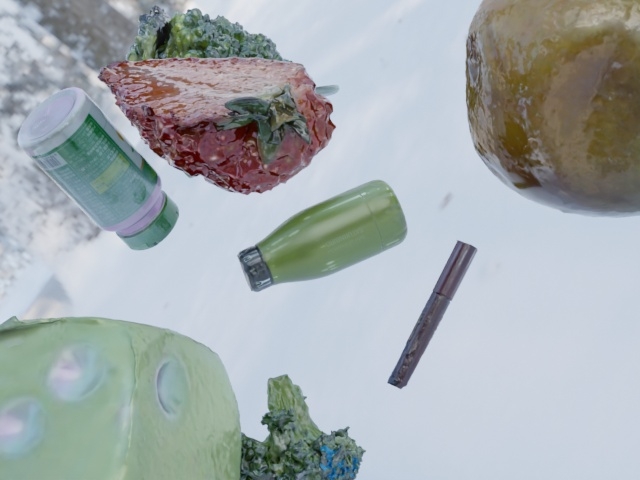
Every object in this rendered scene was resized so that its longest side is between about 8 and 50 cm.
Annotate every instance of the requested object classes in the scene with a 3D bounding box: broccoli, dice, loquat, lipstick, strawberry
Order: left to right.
[{"bbox_3d":[-0.238,0.223,1.128,0.252,0.254,0.249,-6,69,19],"label":"dice"},{"bbox_3d":[-0.166,-0.256,1.801,0.272,0.324,0.334,-41,56,-17],"label":"broccoli"},{"bbox_3d":[-0.087,-0.094,0.954,0.236,0.175,0.106,-138,41,-63],"label":"strawberry"},{"bbox_3d":[-0.030,0.238,1.296,0.154,0.167,0.160,99,160,-63],"label":"broccoli"},{"bbox_3d":[0.122,0.083,1.218,0.176,0.027,0.027,-63,15,-3],"label":"lipstick"},{"bbox_3d":[0.282,-0.161,1.101,0.284,0.276,0.276,0,37,14],"label":"loquat"}]

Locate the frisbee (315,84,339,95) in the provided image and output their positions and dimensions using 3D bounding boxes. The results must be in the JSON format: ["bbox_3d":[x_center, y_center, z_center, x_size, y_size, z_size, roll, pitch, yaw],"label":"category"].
[{"bbox_3d":[-0.026,-0.210,1.601,0.110,0.014,0.110,-8,6,1],"label":"frisbee"}]

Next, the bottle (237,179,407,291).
[{"bbox_3d":[0.000,0.000,1.722,0.260,0.112,0.112,-23,12,-9],"label":"bottle"}]

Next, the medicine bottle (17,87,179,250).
[{"bbox_3d":[-0.345,-0.105,1.771,0.133,0.274,0.133,-23,38,20],"label":"medicine bottle"}]
